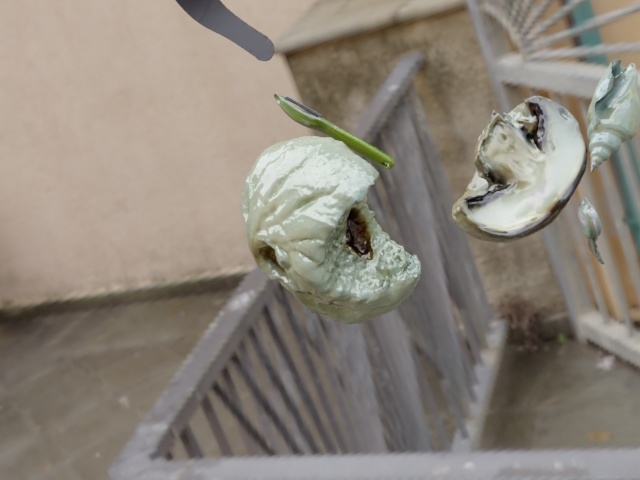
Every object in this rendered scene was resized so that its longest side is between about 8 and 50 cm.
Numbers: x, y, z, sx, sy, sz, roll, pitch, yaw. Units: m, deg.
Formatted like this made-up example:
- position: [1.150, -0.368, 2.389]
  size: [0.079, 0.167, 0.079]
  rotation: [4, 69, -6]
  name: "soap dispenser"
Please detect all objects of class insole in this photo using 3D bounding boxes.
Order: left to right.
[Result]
- position: [-0.104, -0.235, 1.316]
  size: [0.002, 0.135, 0.045]
  rotation: [-30, 34, 52]
  name: "insole"

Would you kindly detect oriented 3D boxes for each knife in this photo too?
- position: [0.017, -0.141, 1.615]
  size: [0.022, 0.184, 0.026]
  rotation: [-47, 18, 53]
  name: "knife"

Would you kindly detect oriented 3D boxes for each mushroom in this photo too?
- position: [0.353, -0.110, 2.192]
  size: [0.189, 0.267, 0.164]
  rotation: [21, -9, 3]
  name: "mushroom"

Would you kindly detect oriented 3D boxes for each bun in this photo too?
- position: [0.000, 0.000, 1.254]
  size: [0.126, 0.212, 0.204]
  rotation: [-43, 3, -23]
  name: "bun"

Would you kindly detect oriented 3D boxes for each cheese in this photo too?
- position: [0.458, -0.019, 2.096]
  size: [0.026, 0.121, 0.067]
  rotation: [-19, 33, -2]
  name: "cheese"

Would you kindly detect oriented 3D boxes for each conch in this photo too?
- position: [0.365, -0.165, 1.576]
  size: [0.065, 0.088, 0.180]
  rotation: [-10, 52, 50]
  name: "conch"
